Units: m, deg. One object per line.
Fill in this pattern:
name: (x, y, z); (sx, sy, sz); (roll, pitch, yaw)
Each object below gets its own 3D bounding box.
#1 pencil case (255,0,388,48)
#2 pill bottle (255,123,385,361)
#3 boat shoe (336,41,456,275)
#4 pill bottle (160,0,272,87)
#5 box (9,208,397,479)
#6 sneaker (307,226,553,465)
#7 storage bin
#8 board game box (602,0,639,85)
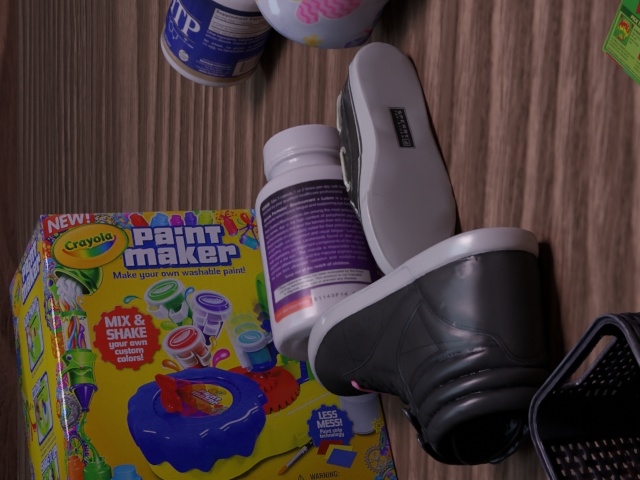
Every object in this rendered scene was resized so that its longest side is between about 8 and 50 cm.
pencil case: (0.031, -0.274, 1.009); (0.124, 0.113, 0.273); (35, 143, 5)
pill bottle: (0.000, 0.000, 1.118); (0.108, 0.108, 0.193); (129, 138, -56)
boat shoe: (0.057, -0.055, 1.040); (0.070, 0.078, 0.219); (127, 144, -54)
pill bottle: (-0.093, -0.258, 1.311); (0.186, 0.112, 0.112); (118, 142, -49)
box: (-0.118, 0.131, 1.177); (0.177, 0.290, 0.279); (132, 131, -58)
sneaker: (0.074, 0.110, 0.964); (0.296, 0.105, 0.147); (-41, 49, 55)
storage bin: (0.203, 0.138, 0.703); (0.122, 0.084, 0.180); (115, 145, -47)
board game box: (0.228, -0.097, 0.676); (0.181, 0.043, 0.092); (-120, 36, -46)
